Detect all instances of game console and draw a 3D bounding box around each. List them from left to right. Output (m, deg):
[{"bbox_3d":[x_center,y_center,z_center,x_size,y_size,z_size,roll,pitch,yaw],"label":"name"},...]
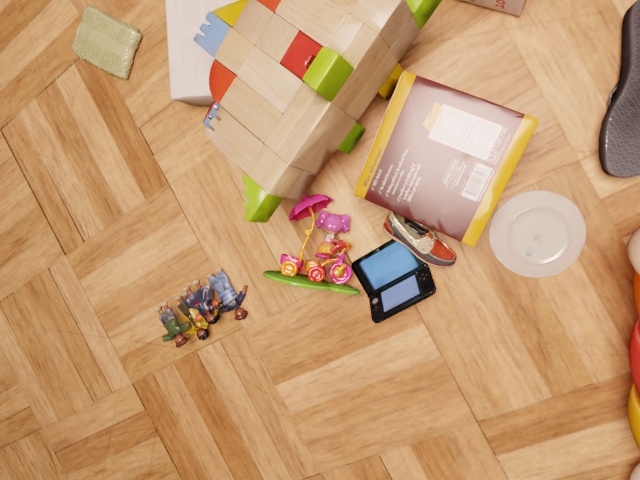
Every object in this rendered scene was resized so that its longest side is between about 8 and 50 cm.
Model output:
[{"bbox_3d":[0.121,0.064,0.739,0.122,0.107,0.071,-32,116,20],"label":"game console"}]

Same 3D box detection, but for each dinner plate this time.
[{"bbox_3d":[0.344,-0.009,0.685,0.141,0.017,0.141,3,100,18],"label":"dinner plate"}]

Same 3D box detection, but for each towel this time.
[{"bbox_3d":[-0.434,-0.399,0.869,0.148,0.027,0.110,30,106,11],"label":"towel"}]

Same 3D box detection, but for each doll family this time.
[{"bbox_3d":[-0.232,0.141,0.860,0.193,0.076,0.111,-35,82,16],"label":"doll family"}]

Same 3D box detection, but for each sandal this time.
[{"bbox_3d":[0.456,-0.211,0.608,0.097,0.054,0.254,12,92,9],"label":"sandal"}]

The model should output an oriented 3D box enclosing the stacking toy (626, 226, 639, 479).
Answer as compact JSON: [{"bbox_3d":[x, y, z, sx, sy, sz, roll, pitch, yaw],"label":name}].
[{"bbox_3d":[0.536,0.224,0.551,0.350,0.350,0.480,9,118,16],"label":"stacking toy"}]

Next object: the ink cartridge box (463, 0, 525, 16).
[{"bbox_3d":[0.155,-0.436,0.572,0.306,0.226,0.131,25,105,13],"label":"ink cartridge box"}]

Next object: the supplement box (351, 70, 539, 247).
[{"bbox_3d":[0.183,-0.121,0.659,0.194,0.129,0.191,26,105,13],"label":"supplement box"}]

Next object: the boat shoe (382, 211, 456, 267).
[{"bbox_3d":[0.168,-0.004,0.717,0.137,0.049,0.043,34,143,11],"label":"boat shoe"}]

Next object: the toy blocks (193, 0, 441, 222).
[{"bbox_3d":[-0.058,-0.253,0.616,0.261,0.191,0.381,42,106,18],"label":"toy blocks"}]

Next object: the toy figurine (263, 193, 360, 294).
[{"bbox_3d":[0.000,0.000,0.753,0.173,0.130,0.159,12,92,4],"label":"toy figurine"}]

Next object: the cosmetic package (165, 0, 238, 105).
[{"bbox_3d":[-0.116,-0.432,0.726,0.284,0.097,0.377,3,99,18],"label":"cosmetic package"}]
